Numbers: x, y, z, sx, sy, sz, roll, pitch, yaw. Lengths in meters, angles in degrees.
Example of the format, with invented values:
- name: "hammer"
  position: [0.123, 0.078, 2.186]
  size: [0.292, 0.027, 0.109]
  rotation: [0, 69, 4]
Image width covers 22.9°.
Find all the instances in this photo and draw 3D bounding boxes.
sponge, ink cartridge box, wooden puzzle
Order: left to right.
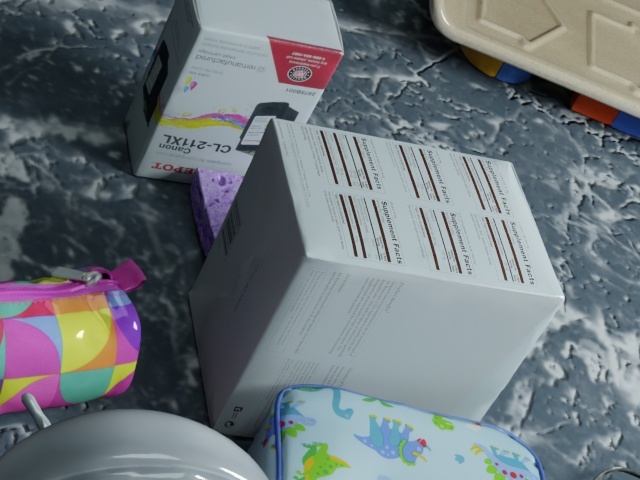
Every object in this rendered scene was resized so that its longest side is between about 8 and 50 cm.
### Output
- name: "ink cartridge box"
  position: [-0.074, -0.126, 1.308]
  size: [0.127, 0.175, 0.072]
  rotation: [7, 47, -23]
- name: "sponge"
  position: [0.000, 0.000, 1.321]
  size: [0.210, 0.031, 0.117]
  rotation: [8, 38, -22]
- name: "wooden puzzle"
  position: [0.267, -0.243, 1.716]
  size: [0.348, 0.080, 0.322]
  rotation: [25, 40, -12]

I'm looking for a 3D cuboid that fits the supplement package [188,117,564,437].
- name: "supplement package"
  position: [0.034, 0.040, 1.177]
  size: [0.203, 0.194, 0.149]
  rotation: [9, 42, -23]

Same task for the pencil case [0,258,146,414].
- name: "pencil case"
  position: [-0.236, 0.069, 1.066]
  size: [0.236, 0.104, 0.104]
  rotation: [-8, 52, -35]

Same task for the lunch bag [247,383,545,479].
- name: "lunch bag"
  position: [0.052, 0.201, 1.097]
  size: [0.219, 0.090, 0.176]
  rotation: [15, 40, -16]

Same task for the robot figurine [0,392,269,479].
- name: "robot figurine"
  position: [-0.105, 0.240, 0.877]
  size: [0.300, 0.200, 0.353]
  rotation: [35, 30, -39]

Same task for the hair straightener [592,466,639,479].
- name: "hair straightener"
  position: [0.305, 0.228, 1.266]
  size: [0.231, 0.047, 0.089]
  rotation: [11, 22, -12]
